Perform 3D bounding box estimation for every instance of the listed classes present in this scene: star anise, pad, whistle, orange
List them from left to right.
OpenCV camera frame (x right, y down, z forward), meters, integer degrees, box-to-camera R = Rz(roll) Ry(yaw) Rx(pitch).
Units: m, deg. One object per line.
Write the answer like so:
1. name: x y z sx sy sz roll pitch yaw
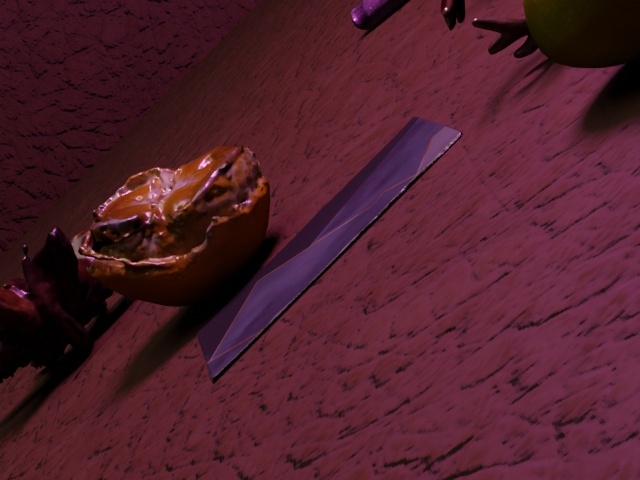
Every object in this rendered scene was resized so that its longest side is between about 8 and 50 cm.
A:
1. star anise: -0.256 0.076 1.626 0.272 0.102 0.272 -38 -17 -13
2. orange: -0.111 -0.006 1.329 0.160 0.112 0.170 -38 32 -23
3. pad: 0.000 0.000 1.187 0.243 0.004 0.163 -45 12 -1
4. whistle: 0.096 -0.281 1.761 0.176 0.033 0.033 -34 16 41

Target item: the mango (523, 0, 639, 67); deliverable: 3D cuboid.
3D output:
1. mango: 0.197 -0.181 0.818 0.175 0.143 0.293 -58 6 -27

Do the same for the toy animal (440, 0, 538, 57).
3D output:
1. toy animal: 0.164 -0.274 1.076 0.260 0.087 0.243 104 -173 -49
